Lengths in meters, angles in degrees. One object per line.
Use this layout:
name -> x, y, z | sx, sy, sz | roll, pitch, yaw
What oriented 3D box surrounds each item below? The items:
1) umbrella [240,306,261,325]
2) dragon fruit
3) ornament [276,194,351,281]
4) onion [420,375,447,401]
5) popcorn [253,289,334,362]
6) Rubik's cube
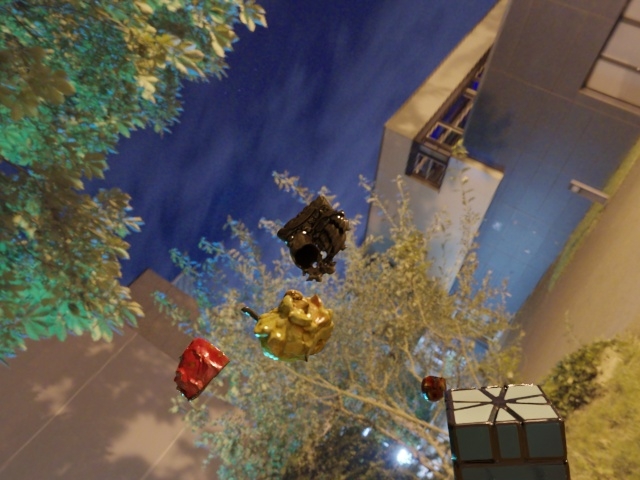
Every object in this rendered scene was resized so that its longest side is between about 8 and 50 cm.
umbrella -> -0.200, 0.333, 1.922 | 0.071, 0.248, 0.071 | -46, -1, -1
dragon fruit -> -0.397, 0.411, 1.625 | 0.163, 0.189, 0.262 | -13, -18, -26
ornament -> 0.000, 0.000, 1.679 | 0.251, 0.260, 0.106 | -43, -47, -1
onion -> 0.482, 0.627, 2.132 | 0.118, 0.117, 0.119 | -48, 33, 46
popcorn -> -0.078, 0.274, 1.579 | 0.252, 0.215, 0.286 | -39, -8, 27
Rubik's cube -> 0.492, 0.569, 1.359 | 0.293, 0.288, 0.284 | -2, -96, -76
